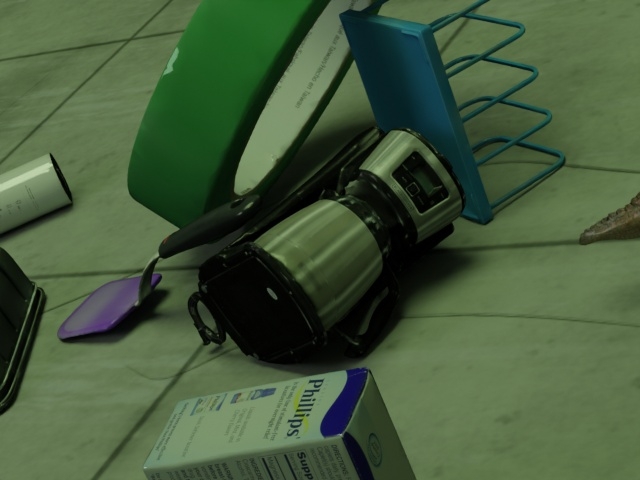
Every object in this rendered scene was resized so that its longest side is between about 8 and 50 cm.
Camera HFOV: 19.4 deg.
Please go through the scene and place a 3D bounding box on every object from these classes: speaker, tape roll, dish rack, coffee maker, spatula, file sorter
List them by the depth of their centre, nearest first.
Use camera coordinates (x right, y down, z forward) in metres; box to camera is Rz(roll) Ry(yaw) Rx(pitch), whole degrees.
[{"bbox_3d":[0.000,0.000,1.426,0.178,0.120,0.171,-39,29,-29],"label":"coffee maker"},{"bbox_3d":[0.112,-0.121,1.506,0.104,0.170,0.118,-31,26,-22],"label":"file sorter"},{"bbox_3d":[-0.129,0.020,1.511,0.084,0.030,0.296,-48,8,-38],"label":"spatula"},{"bbox_3d":[-0.042,-0.151,1.559,0.077,0.321,0.321,32,46,6],"label":"tape roll"},{"bbox_3d":[-0.384,0.106,1.613,0.271,0.074,0.208,-20,25,12],"label":"dish rack"},{"bbox_3d":[-0.313,-0.035,1.832,0.136,0.055,0.055,-25,26,0],"label":"speaker"}]

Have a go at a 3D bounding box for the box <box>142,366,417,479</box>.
[{"bbox_3d":[-0.017,0.156,1.139,0.137,0.126,0.072,-11,27,24],"label":"box"}]

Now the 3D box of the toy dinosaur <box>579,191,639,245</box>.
[{"bbox_3d":[0.272,-0.033,1.165,0.127,0.200,0.295,-35,27,-21],"label":"toy dinosaur"}]
